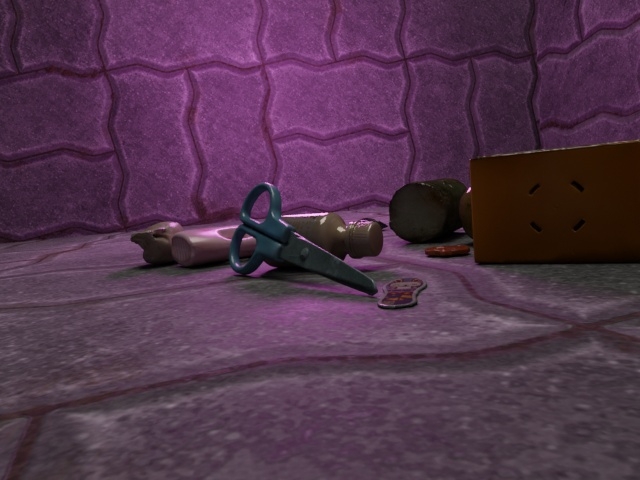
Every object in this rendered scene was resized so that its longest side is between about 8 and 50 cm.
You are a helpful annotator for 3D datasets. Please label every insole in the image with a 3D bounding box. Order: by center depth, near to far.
[{"bbox_3d":[0.117,0.073,0.712,0.065,0.004,0.197,-3,6,17],"label":"insole"}]

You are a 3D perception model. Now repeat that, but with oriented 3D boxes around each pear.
[{"bbox_3d":[0.405,-0.069,1.139,0.167,0.167,0.136,-8,23,-30],"label":"pear"}]

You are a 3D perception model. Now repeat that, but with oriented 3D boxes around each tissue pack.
[{"bbox_3d":[0.420,-0.065,0.875,0.275,0.194,0.145,-1,7,26],"label":"tissue pack"}]

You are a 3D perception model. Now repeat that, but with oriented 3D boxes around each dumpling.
[{"bbox_3d":[-0.419,0.011,1.296,0.136,0.118,0.199,-13,-26,29],"label":"dumpling"}]

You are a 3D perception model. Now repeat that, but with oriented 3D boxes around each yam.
[{"bbox_3d":[0.314,-0.088,1.356,0.168,0.168,0.304,-1,8,34],"label":"yam"}]

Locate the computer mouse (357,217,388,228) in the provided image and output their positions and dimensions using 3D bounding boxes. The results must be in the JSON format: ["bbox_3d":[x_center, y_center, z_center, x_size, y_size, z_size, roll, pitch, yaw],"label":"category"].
[{"bbox_3d":[0.174,-0.057,1.746,0.135,0.047,0.079,1,9,34],"label":"computer mouse"}]

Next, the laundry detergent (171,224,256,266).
[{"bbox_3d":[-0.206,0.002,1.282,0.335,0.087,0.159,-9,12,-38],"label":"laundry detergent"}]

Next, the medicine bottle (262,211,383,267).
[{"bbox_3d":[0.000,0.000,0.991,0.252,0.114,0.114,-1,7,32],"label":"medicine bottle"}]

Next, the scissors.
[{"bbox_3d":[-0.046,0.015,0.869,0.029,0.192,0.447,18,3,-37],"label":"scissors"}]

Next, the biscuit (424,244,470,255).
[{"bbox_3d":[0.263,0.023,1.024,0.091,0.015,0.078,-3,8,24],"label":"biscuit"}]
